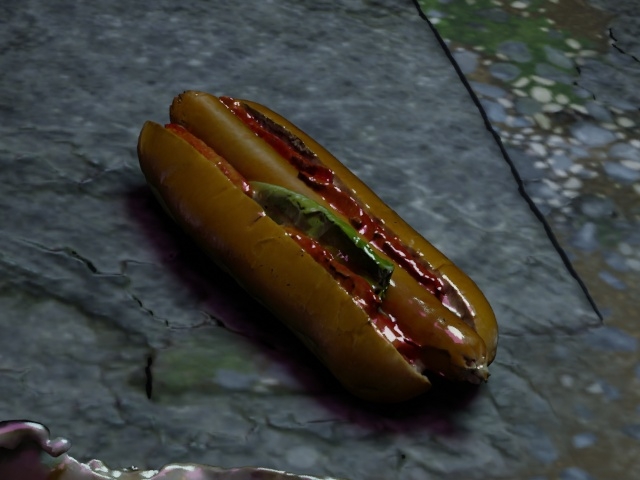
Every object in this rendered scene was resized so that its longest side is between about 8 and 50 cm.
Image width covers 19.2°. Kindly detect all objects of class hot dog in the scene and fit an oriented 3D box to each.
[{"bbox_3d":[0.000,0.000,0.884,0.092,0.062,0.235,-19,44,-38],"label":"hot dog"}]

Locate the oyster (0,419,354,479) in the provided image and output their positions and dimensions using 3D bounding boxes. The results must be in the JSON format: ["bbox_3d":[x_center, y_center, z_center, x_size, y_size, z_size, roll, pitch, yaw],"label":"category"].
[{"bbox_3d":[-0.011,0.147,0.676,0.345,0.079,0.129,7,56,-5],"label":"oyster"}]
